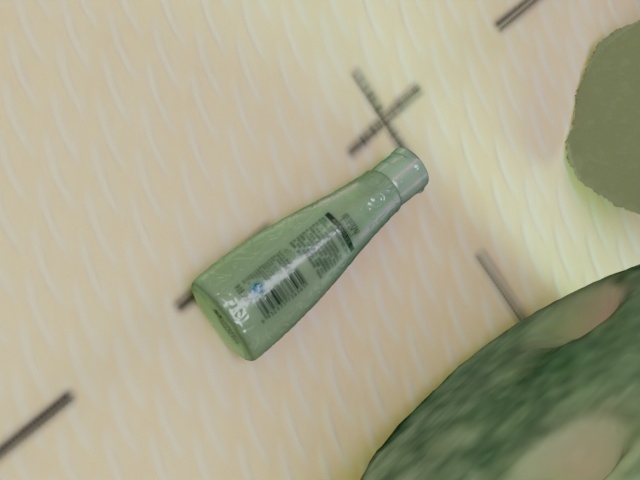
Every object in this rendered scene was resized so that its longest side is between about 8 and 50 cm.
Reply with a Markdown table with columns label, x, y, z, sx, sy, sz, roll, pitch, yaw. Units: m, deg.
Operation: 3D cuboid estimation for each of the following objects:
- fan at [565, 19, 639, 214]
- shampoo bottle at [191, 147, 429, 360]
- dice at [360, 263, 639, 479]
| label | x | y | z | sx | sy | sz | roll | pitch | yaw |
| --- | --- | --- | --- | --- | --- | --- | --- | --- | --- |
| fan | 0.338 | -0.092 | 0.866 | 0.010 | 0.310 | 0.182 | 32 | 68 | -58 |
| shampoo bottle | 0.000 | 0.000 | 0.814 | 0.190 | 0.041 | 0.069 | -40 | 96 | -23 |
| dice | 0.243 | 0.216 | 0.748 | 0.348 | 0.330 | 0.328 | -37 | 101 | -22 |
